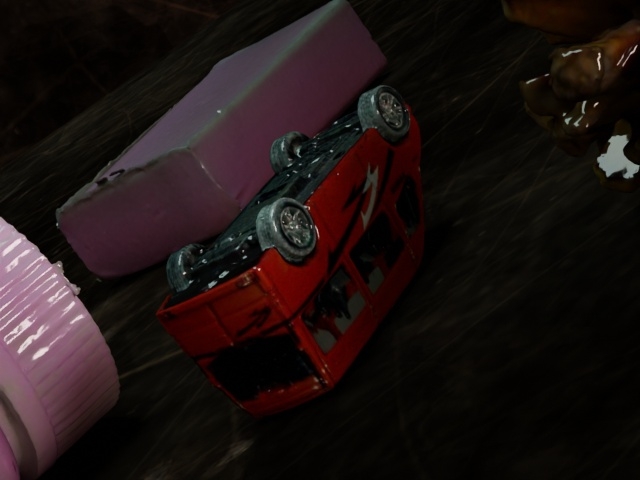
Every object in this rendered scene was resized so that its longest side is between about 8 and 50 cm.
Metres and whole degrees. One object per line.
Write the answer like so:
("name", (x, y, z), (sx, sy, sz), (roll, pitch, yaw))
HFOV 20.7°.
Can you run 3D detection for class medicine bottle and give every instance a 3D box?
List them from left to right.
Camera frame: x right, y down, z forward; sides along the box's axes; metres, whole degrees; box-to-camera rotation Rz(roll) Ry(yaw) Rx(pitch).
("medicine bottle", (-0.270, 0.121, 0.973), (0.291, 0.178, 0.178), (-42, 14, -28))

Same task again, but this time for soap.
("soap", (-0.077, -0.084, 1.425), (0.181, 0.081, 0.259), (-23, 17, 41))

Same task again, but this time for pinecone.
("pinecone", (0.163, -0.104, 0.734), (0.179, 0.150, 0.195), (-8, 33, 52))

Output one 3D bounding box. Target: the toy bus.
("toy bus", (0.000, 0.000, 0.905), (0.081, 0.089, 0.195), (-25, 17, 37))
